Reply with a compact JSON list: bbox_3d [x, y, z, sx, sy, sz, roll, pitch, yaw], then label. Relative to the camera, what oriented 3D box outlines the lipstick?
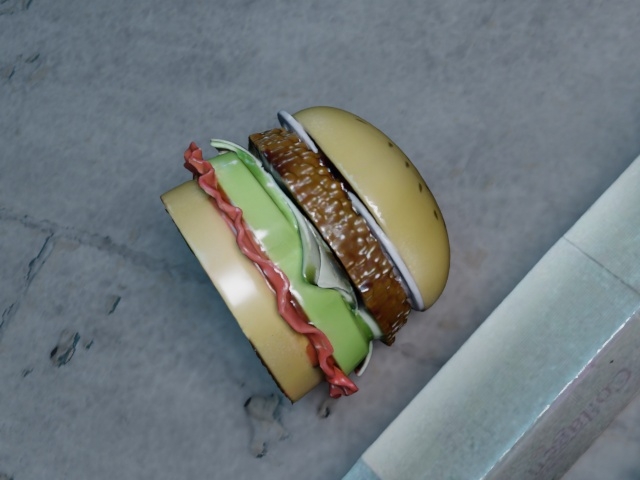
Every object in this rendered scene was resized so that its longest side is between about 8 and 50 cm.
[{"bbox_3d":[0.119,0.072,0.675,0.317,0.066,0.068,-47,48,0],"label":"lipstick"}]

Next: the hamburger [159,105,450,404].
[{"bbox_3d":[-0.001,-0.002,0.738,0.137,0.175,0.175,-35,49,-4],"label":"hamburger"}]
